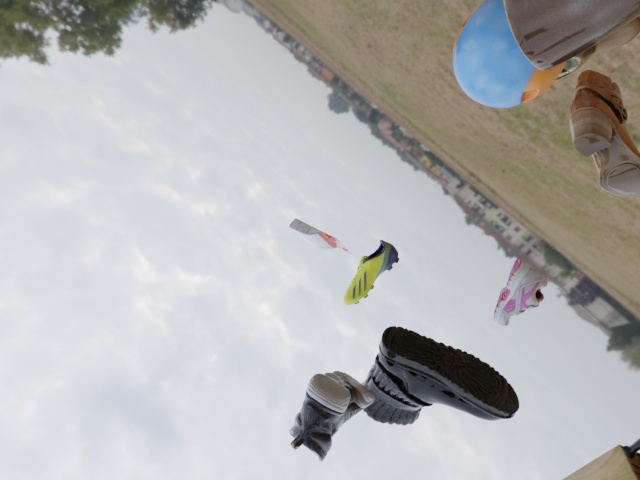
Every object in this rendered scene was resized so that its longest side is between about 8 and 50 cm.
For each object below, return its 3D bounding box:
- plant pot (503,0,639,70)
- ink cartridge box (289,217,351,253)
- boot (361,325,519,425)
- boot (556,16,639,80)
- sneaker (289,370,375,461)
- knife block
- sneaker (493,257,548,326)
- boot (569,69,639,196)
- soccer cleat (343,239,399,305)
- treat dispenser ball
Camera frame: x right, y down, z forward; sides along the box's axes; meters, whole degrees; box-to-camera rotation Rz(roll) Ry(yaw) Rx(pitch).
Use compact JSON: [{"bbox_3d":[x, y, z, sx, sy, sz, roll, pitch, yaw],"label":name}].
[{"bbox_3d":[0.459,-0.430,0.688,0.215,0.216,0.230,30,158,-30],"label":"plant pot"},{"bbox_3d":[0.000,0.000,1.818,0.232,0.066,0.189,32,174,32],"label":"ink cartridge box"},{"bbox_3d":[0.272,0.382,1.045,0.347,0.260,0.131,25,-146,23],"label":"boot"},{"bbox_3d":[0.839,-0.591,1.320,0.269,0.236,0.089,-37,-79,-35],"label":"boot"},{"bbox_3d":[0.021,0.364,0.892,0.101,0.153,0.268,28,177,30],"label":"sneaker"},{"bbox_3d":[0.649,0.493,0.900,0.088,0.242,0.275,25,168,-6],"label":"knife block"},{"bbox_3d":[0.600,0.176,1.275,0.111,0.252,0.103,22,-135,19],"label":"sneaker"},{"bbox_3d":[0.684,-0.249,1.000,0.283,0.109,0.220,29,-119,-17],"label":"boot"},{"bbox_3d":[0.172,0.119,1.613,0.121,0.289,0.093,41,-177,-22],"label":"soccer cleat"},{"bbox_3d":[0.502,-0.504,1.134,0.288,0.288,0.288,36,-161,-14],"label":"treat dispenser ball"}]
